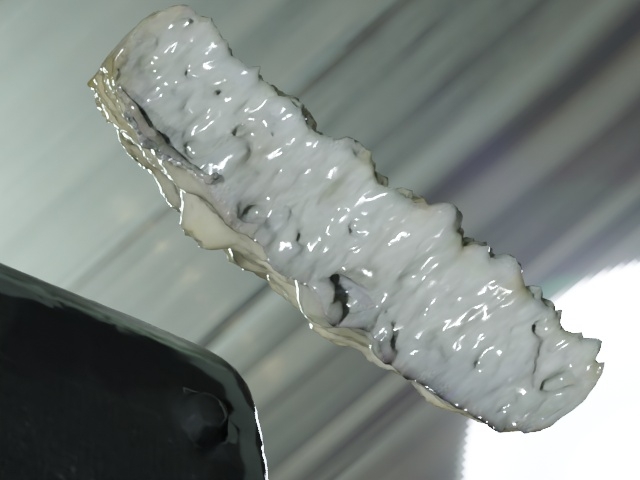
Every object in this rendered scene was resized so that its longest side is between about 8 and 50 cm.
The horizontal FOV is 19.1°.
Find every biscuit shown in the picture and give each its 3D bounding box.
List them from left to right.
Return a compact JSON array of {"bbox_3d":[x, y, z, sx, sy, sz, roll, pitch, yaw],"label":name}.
[{"bbox_3d":[0.000,0.000,0.960,0.281,0.084,0.179,38,170,-9],"label":"biscuit"}]

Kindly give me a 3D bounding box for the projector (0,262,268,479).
[{"bbox_3d":[-0.224,0.202,0.874,0.395,0.242,0.405,25,-139,-32],"label":"projector"}]
